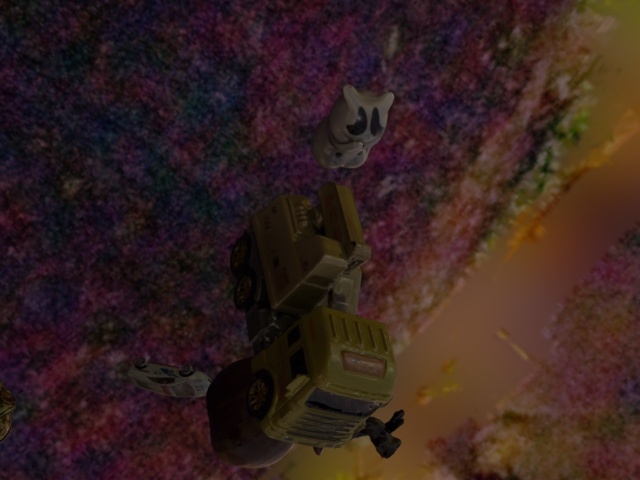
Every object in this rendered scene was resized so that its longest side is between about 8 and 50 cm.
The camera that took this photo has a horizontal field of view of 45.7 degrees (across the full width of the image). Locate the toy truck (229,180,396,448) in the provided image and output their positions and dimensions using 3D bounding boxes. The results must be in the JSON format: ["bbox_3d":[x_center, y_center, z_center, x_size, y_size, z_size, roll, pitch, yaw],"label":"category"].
[{"bbox_3d":[-0.011,0.102,1.197,0.180,0.405,0.254,16,133,-31],"label":"toy truck"}]

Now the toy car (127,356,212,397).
[{"bbox_3d":[-0.348,0.323,1.755,0.095,0.204,0.056,76,27,-48],"label":"toy car"}]

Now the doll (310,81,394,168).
[{"bbox_3d":[0.053,-0.196,1.343,0.110,0.107,0.181,-2,162,-22],"label":"doll"}]

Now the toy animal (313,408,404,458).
[{"bbox_3d":[0.037,0.264,1.425,0.195,0.324,0.090,-21,179,-28],"label":"toy animal"}]

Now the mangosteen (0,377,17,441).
[{"bbox_3d":[-0.476,0.222,0.966,0.180,0.166,0.166,-3,157,-1],"label":"mangosteen"}]

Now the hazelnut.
[{"bbox_3d":[-0.117,0.344,1.528,0.218,0.234,0.218,-6,133,-6],"label":"hazelnut"}]
